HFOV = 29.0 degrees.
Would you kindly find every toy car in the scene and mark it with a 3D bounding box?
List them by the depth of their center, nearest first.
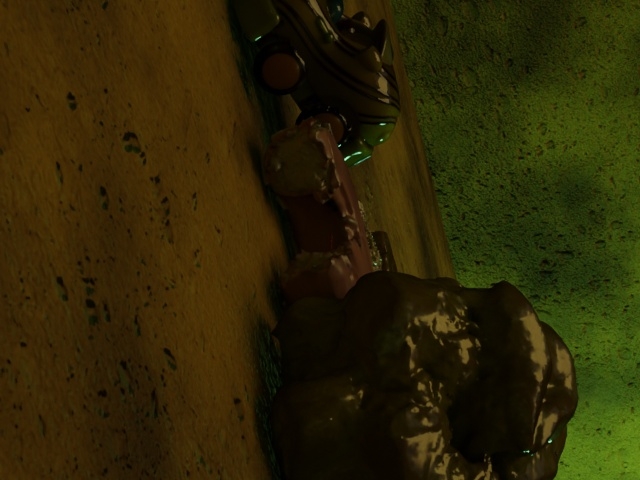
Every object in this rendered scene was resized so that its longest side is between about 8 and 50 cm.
[{"bbox_3d":[0.012,-0.211,1.394,0.248,0.142,0.200,53,16,-26],"label":"toy car"}]

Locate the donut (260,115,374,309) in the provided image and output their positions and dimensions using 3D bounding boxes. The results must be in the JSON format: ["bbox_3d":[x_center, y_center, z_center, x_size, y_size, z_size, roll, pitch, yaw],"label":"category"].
[{"bbox_3d":[0.000,0.000,1.286,0.199,0.085,0.233,59,19,-57],"label":"donut"}]

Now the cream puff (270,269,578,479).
[{"bbox_3d":[0.112,0.182,1.135,0.323,0.274,0.270,59,12,-55],"label":"cream puff"}]

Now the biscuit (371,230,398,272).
[{"bbox_3d":[0.101,0.058,1.924,0.225,0.036,0.166,-81,156,-73],"label":"biscuit"}]

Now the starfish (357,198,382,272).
[{"bbox_3d":[0.061,0.056,1.631,0.216,0.071,0.238,-25,107,-75],"label":"starfish"}]
